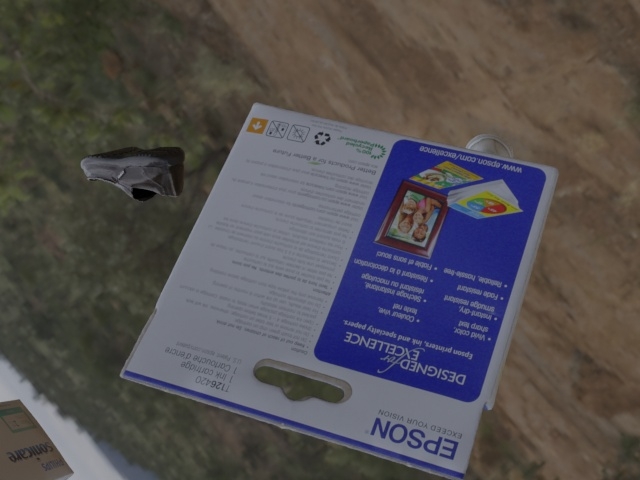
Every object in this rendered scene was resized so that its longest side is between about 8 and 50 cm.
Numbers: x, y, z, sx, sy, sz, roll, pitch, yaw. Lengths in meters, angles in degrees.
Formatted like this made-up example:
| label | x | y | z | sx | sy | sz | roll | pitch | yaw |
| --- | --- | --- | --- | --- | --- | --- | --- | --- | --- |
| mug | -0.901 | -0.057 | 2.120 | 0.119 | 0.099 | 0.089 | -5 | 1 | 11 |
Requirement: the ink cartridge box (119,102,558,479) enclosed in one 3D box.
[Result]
| label | x | y | z | sx | sy | sz | roll | pitch | yaw |
| --- | --- | --- | --- | --- | --- | --- | --- | --- | --- |
| ink cartridge box | 0.025 | 0.038 | 0.967 | 0.303 | 0.307 | 0.072 | 15 | 154 | 16 |

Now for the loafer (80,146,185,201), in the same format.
| label | x | y | z | sx | sy | sz | roll | pitch | yaw |
| --- | --- | --- | --- | --- | --- | --- | --- | --- | --- |
| loafer | -0.278 | -0.093 | 1.605 | 0.220 | 0.080 | 0.078 | 5 | 107 | 48 |

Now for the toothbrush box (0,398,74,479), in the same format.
| label | x | y | z | sx | sy | sz | roll | pitch | yaw |
| --- | --- | --- | --- | --- | --- | --- | --- | --- | --- |
| toothbrush box | -0.463 | 0.327 | 1.261 | 0.126 | 0.295 | 0.216 | 51 | -175 | 9 |

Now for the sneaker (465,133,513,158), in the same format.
| label | x | y | z | sx | sy | sz | roll | pitch | yaw |
| --- | --- | --- | --- | --- | --- | --- | --- | --- | --- |
| sneaker | 0.175 | -0.006 | 1.208 | 0.094 | 0.080 | 0.212 | -59 | -32 | -69 |
